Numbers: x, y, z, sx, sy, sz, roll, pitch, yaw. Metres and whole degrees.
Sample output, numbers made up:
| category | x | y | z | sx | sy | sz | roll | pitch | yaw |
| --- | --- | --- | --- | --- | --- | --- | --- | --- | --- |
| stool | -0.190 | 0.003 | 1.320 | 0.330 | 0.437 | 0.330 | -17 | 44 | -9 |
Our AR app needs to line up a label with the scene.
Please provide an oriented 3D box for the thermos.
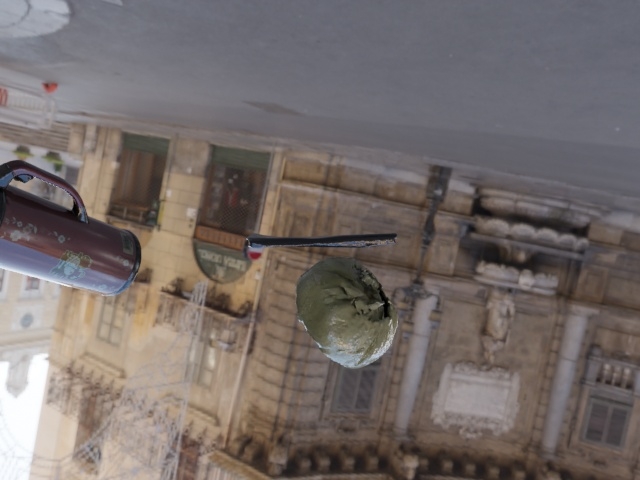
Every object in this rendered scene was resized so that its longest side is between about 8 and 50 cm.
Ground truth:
| category | x | y | z | sx | sy | sz | roll | pitch | yaw |
| --- | --- | --- | --- | --- | --- | --- | --- | --- | --- |
| thermos | -0.391 | -0.017 | 0.823 | 0.136 | 0.110 | 0.330 | -25 | 152 | 22 |

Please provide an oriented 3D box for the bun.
| category | x | y | z | sx | sy | sz | roll | pitch | yaw |
| --- | --- | --- | --- | --- | --- | --- | --- | --- | --- |
| bun | 0.071 | 0.144 | 1.349 | 0.259 | 0.152 | 0.259 | 36 | -152 | -23 |

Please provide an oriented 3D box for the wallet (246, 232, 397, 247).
| category | x | y | z | sx | sy | sz | roll | pitch | yaw |
| --- | --- | --- | --- | --- | --- | --- | --- | --- | --- |
| wallet | 0.000 | -0.001 | 1.200 | 0.285 | 0.030 | 0.146 | -1 | -175 | -2 |
